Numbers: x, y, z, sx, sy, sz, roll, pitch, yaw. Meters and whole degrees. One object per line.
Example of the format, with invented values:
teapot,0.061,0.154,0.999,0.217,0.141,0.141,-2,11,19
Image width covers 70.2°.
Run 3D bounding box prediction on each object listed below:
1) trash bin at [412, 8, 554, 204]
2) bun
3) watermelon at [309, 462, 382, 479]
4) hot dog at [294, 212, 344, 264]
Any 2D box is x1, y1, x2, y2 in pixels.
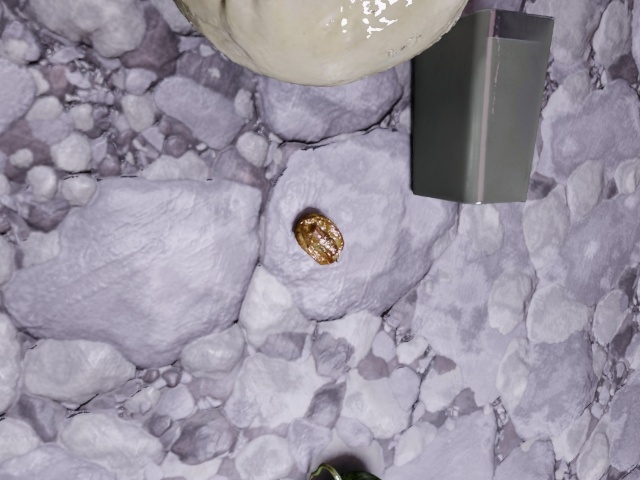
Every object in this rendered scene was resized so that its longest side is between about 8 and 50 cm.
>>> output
trash bin,0.216,-0.179,0.653,0.122,0.164,0.240,-5,104,-23
bun,0.000,-0.311,0.409,0.363,0.234,0.325,-3,99,14
watermelon,0.051,0.420,0.697,0.141,0.141,0.187,-31,107,-16
hot dog,0.000,0.000,0.654,0.083,0.035,0.058,46,76,-24
